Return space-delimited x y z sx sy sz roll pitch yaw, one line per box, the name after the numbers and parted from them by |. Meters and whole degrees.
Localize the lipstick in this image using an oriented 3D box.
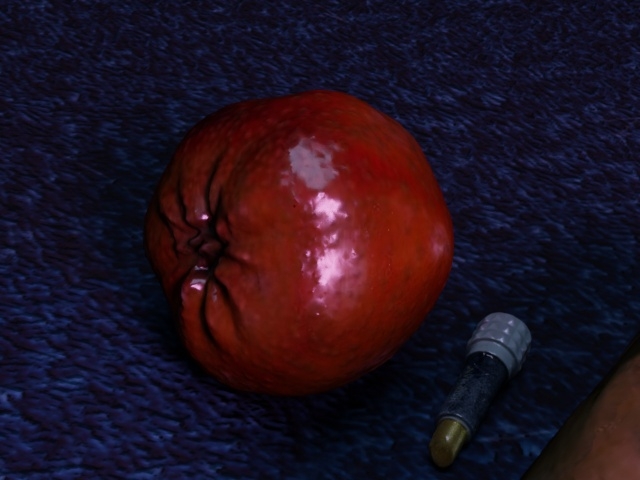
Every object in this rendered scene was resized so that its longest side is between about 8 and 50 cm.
0.090 0.089 0.848 0.037 0.037 0.116 20 41 17 | lipstick

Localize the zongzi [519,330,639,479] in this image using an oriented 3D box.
0.309 0.168 0.554 0.466 0.218 0.500 21 22 21 | zongzi

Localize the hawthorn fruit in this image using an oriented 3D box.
0.000 0.000 0.851 0.179 0.179 0.200 35 23 33 | hawthorn fruit
